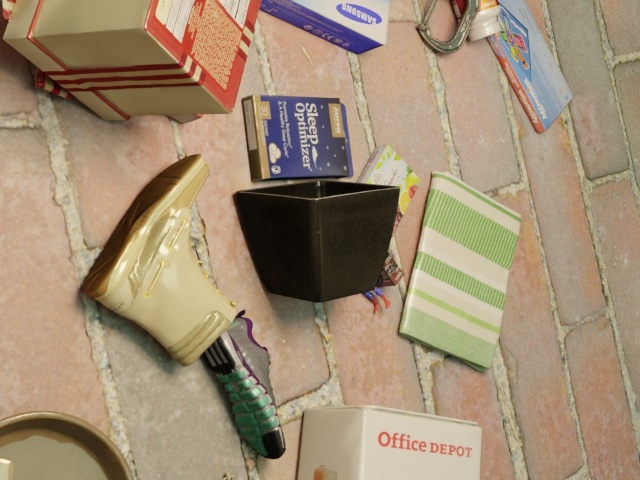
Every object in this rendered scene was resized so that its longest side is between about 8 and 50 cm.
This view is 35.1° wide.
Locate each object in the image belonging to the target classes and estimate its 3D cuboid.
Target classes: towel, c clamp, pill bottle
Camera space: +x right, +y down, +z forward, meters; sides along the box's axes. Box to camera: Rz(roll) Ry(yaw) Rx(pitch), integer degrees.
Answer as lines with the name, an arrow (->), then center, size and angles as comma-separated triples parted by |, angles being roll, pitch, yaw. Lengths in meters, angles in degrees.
towel -> 0.264, 0.056, 1.887 | 0.247, 0.038, 0.325 | 26, 69, -34
c clamp -> 0.230, -0.439, 1.908 | 0.137, 0.022, 0.161 | 18, 90, -13
pill bottle -> 0.298, -0.469, 1.963 | 0.086, 0.086, 0.152 | -28, 101, -40

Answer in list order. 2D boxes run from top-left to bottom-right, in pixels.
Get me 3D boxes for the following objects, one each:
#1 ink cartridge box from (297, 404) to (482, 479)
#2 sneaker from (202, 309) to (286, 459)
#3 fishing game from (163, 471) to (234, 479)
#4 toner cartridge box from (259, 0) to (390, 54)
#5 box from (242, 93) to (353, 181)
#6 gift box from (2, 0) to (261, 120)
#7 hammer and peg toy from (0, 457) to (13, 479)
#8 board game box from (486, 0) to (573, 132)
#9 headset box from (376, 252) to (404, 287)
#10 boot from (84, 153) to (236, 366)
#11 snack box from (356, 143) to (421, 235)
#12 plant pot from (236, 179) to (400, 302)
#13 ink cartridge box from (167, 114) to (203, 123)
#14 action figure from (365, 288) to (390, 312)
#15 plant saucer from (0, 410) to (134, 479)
ink cartridge box -> 0.105, 0.468, 1.600 | 0.279, 0.160, 0.385 | 17, 73, -38
sneaker -> -0.091, 0.217, 1.526 | 0.098, 0.083, 0.224 | -37, 108, -46
fishing game -> -0.211, 0.433, 1.414 | 0.264, 0.041, 0.189 | -2, 82, -41
toner cartridge box -> -0.031, -0.449, 1.683 | 0.347, 0.075, 0.165 | 16, 74, -38
box -> -0.024, -0.169, 1.673 | 0.225, 0.036, 0.137 | -5, 87, -42
gift box -> -0.257, -0.326, 1.336 | 0.276, 0.258, 0.255 | 47, 51, -53
hammer and peg toy -> -0.492, 0.396, 1.092 | 0.265, 0.127, 0.362 | 16, 74, -26
board game box -> 0.427, -0.378, 2.101 | 0.145, 0.027, 0.281 | -46, 113, -37
headset box -> 0.098, 0.046, 1.725 | 0.083, 0.062, 0.032 | 54, 54, -21
boot -> -0.192, 0.027, 1.456 | 0.203, 0.095, 0.262 | 44, 59, -27
snack box -> 0.110, -0.083, 1.772 | 0.100, 0.037, 0.141 | 44, 58, -26
plant pot -> 0.000, 0.000, 1.579 | 0.187, 0.188, 0.167 | -11, 102, -41
ink cartridge box -> -0.213, -0.257, 1.508 | 0.099, 0.056, 0.135 | 26, 67, -36
action figure -> 0.076, 0.074, 1.719 | 0.115, 0.038, 0.030 | 55, 36, -21
plant saucer -> -0.363, 0.356, 1.280 | 0.277, 0.041, 0.278 | 7, 78, -34
